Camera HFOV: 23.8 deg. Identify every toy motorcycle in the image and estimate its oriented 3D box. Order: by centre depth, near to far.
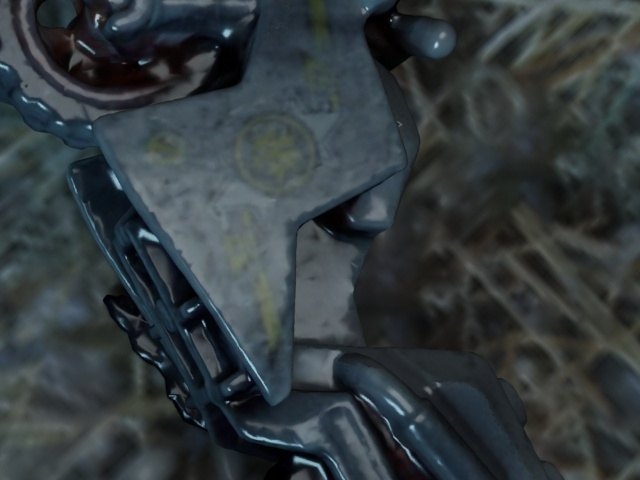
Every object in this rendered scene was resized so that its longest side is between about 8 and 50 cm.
[{"bbox_3d":[0.000,0.000,0.405,0.122,0.080,0.215,-28,89,-19],"label":"toy motorcycle"}]
